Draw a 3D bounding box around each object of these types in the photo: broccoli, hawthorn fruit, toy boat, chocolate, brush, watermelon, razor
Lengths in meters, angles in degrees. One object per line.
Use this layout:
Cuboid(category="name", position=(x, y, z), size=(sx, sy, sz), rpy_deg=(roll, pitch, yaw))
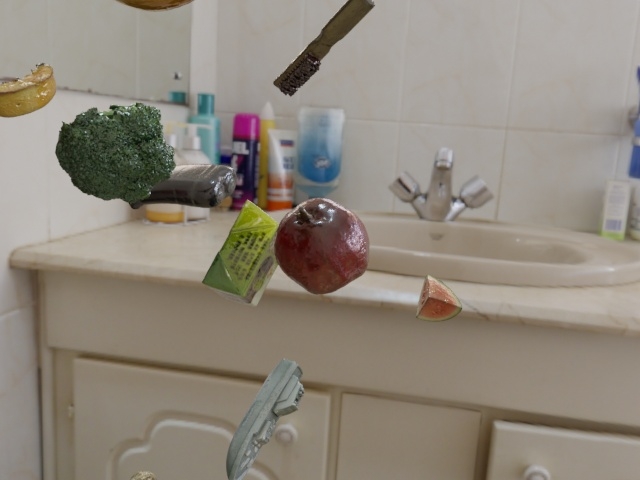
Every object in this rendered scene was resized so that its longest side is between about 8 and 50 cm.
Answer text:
Cuboid(category="broccoli", position=(-0.485, -0.216, 1.400), size=(0.295, 0.245, 0.265), rpy_deg=(-4, -39, 32))
Cuboid(category="hawthorn fruit", position=(0.000, 0.000, 1.325), size=(0.215, 0.249, 0.215), rpy_deg=(-16, 43, 15))
Cuboid(category="toy boat", position=(-0.108, 0.363, 1.173), size=(0.085, 0.260, 0.078), rpy_deg=(21, -26, 24))
Cuboid(category="chocolate", position=(-0.226, 0.058, 1.881), size=(0.137, 0.288, 0.301), rpy_deg=(26, -11, 9))
Cuboid(category="brush", position=(0.002, -0.331, 1.022), size=(0.043, 0.036, 0.248), rpy_deg=(13, -33, -37))
Cuboid(category="watermelon", position=(0.322, 0.162, 1.606), size=(0.135, 0.125, 0.094), rpy_deg=(12, -12, 34))
Cuboid(category="razor", position=(-0.461, -0.180, 1.949), size=(0.349, 0.113, 0.204), rpy_deg=(1, 30, 18))

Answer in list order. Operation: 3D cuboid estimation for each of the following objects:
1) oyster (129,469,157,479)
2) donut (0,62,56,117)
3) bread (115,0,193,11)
Cuboid(category="oyster", position=(-0.274, 0.476, 0.969), size=(0.094, 0.166, 0.294), rpy_deg=(6, -18, -29))
Cuboid(category="donut", position=(-0.342, -0.174, 0.683), size=(0.067, 0.038, 0.083), rpy_deg=(-12, 37, -5))
Cuboid(category="bread", position=(-0.243, -0.553, 0.838), size=(0.329, 0.424, 0.245), rpy_deg=(51, 22, 23))
